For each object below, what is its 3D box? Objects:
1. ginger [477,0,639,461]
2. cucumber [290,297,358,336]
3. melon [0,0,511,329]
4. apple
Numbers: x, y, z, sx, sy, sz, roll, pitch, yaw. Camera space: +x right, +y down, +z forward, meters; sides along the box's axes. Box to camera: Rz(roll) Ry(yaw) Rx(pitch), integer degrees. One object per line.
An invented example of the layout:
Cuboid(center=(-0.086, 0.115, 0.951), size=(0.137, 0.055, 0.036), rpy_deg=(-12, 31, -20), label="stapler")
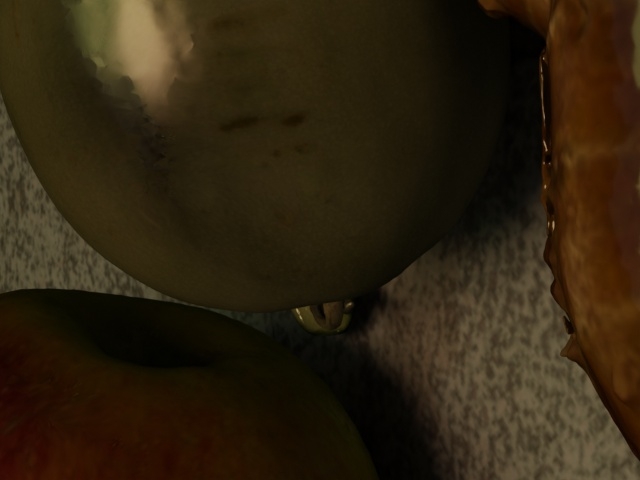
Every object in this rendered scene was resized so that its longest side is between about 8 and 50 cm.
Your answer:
Cuboid(center=(0.148, -0.092, 0.801), size=(0.254, 0.176, 0.418), rpy_deg=(174, 88, -65), label="ginger")
Cuboid(center=(0.000, 0.000, 1.125), size=(0.067, 0.035, 0.107), rpy_deg=(-8, 94, 36), label="cucumber")
Cuboid(center=(-0.037, -0.106, 0.963), size=(0.308, 0.272, 0.272), rpy_deg=(57, 141, 0), label="melon")
Cuboid(center=(-0.116, 0.191, 1.080), size=(0.339, 0.339, 0.339), rpy_deg=(14, 107, 52), label="apple")
